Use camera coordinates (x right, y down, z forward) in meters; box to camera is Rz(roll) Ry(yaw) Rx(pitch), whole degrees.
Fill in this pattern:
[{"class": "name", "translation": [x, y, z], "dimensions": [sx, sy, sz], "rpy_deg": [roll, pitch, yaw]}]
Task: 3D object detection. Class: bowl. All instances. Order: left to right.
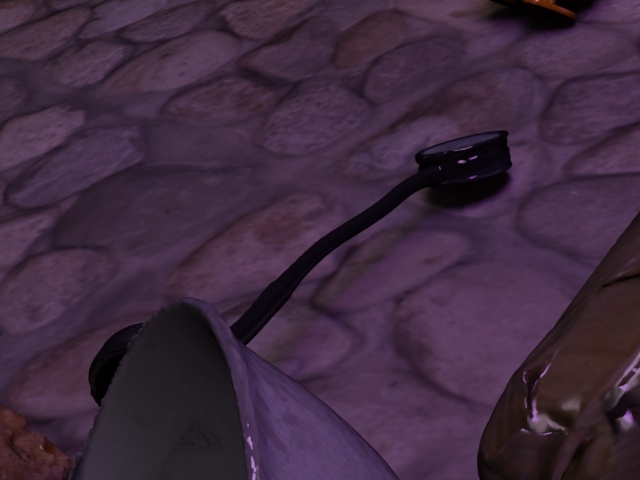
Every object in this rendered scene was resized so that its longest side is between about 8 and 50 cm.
[{"class": "bowl", "translation": [-0.016, 0.187, 0.598], "dimensions": [0.146, 0.313, 0.313], "rpy_deg": [13, 23, -21]}]

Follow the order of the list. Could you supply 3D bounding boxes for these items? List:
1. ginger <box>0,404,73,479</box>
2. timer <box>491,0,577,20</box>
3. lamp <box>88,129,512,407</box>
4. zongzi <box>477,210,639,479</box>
[{"class": "ginger", "translation": [-0.198, 0.158, 0.863], "dimensions": [0.137, 0.074, 0.213], "rpy_deg": [-33, 29, -9]}, {"class": "timer", "translation": [0.185, -0.243, 1.280], "dimensions": [0.107, 0.109, 0.107], "rpy_deg": [18, 4, -1]}, {"class": "lamp", "translation": [0.011, 0.036, 0.988], "dimensions": [0.130, 0.108, 0.371], "rpy_deg": [-10, 14, 35]}, {"class": "zongzi", "translation": [0.257, 0.084, 0.663], "dimensions": [0.418, 0.181, 0.447], "rpy_deg": [11, 43, 38]}]
